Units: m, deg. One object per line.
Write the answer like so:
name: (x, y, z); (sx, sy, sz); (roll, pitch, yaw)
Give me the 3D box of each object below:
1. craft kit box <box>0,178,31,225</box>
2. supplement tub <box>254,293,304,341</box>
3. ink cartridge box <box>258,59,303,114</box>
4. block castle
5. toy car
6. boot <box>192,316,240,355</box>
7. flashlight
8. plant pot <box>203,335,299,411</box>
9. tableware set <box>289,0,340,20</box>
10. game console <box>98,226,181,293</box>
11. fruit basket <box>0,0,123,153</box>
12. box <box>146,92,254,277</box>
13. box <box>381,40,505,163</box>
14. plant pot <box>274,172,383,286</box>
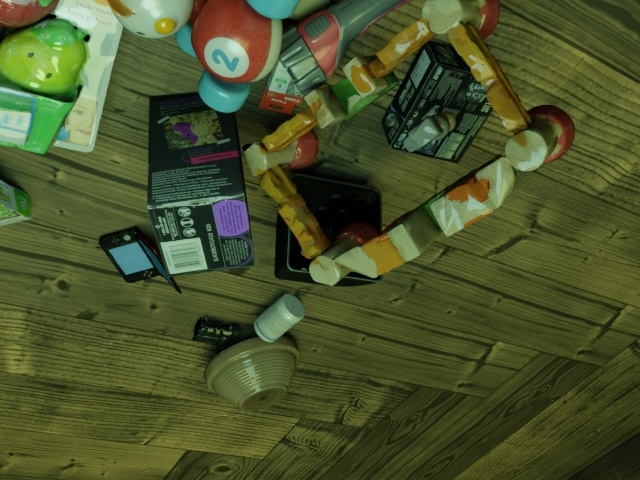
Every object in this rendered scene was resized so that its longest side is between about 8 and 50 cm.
craft kit box: (-0.652, -0.060, 1.112); (0.249, 0.061, 0.246); (-13, 165, 1)
supplement tub: (-0.095, 0.178, 1.553); (0.071, 0.071, 0.107); (28, 125, -35)
ink cartridge box: (-0.058, -0.257, 1.140); (0.062, 0.029, 0.115); (9, 132, -21)
block castle: (0.130, -0.148, 1.065); (0.453, 0.213, 0.303); (-32, 90, 32)
toy car: (-0.187, -0.305, 0.892); (0.238, 0.210, 0.219); (-8, 153, -35)
boot: (-0.252, 0.232, 1.594); (0.099, 0.045, 0.121); (11, 126, -25)
flashlight: (0.075, -0.339, 1.020); (0.304, 0.103, 0.103); (-31, 115, 5)
plant pot: (-0.152, 0.335, 1.637); (0.237, 0.110, 0.237); (-17, 147, -12)
tableware set: (-0.020, -0.412, 0.981); (0.128, 0.039, 0.194); (-16, 145, -19)
game console: (-0.359, 0.052, 1.353); (0.124, 0.085, 0.144); (-15, 136, 3)
fruit basket: (-0.439, -0.298, 0.919); (0.327, 0.165, 0.353); (12, 128, -24)
box: (-0.195, -0.098, 1.099); (0.143, 0.270, 0.165); (-7, 136, -5)
box: (0.213, -0.238, 1.186); (0.147, 0.077, 0.180); (9, 133, -20)
plant pot: (0.000, 0.000, 1.308); (0.188, 0.187, 0.167); (8, 160, -20)
